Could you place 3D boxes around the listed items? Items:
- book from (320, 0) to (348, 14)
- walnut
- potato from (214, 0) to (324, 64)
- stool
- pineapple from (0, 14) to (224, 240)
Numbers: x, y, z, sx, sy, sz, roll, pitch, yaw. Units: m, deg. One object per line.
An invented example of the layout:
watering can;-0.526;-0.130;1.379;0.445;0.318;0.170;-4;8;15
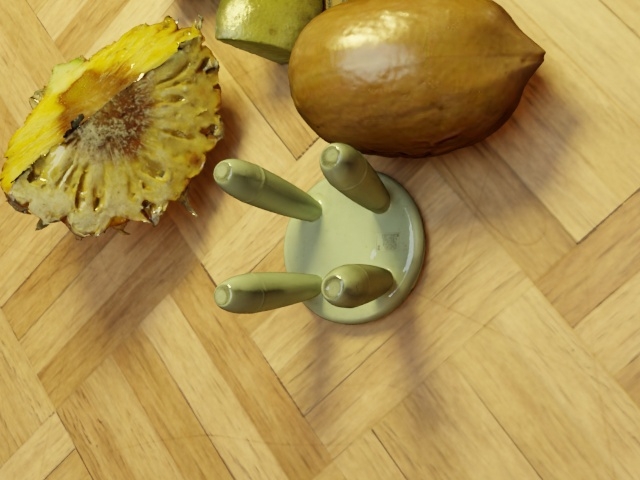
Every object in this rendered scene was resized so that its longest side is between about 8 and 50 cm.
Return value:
book;0.075;-0.319;1.213;0.172;0.012;0.118;-7;79;29
walnut;0.105;-0.186;1.075;0.298;0.203;0.203;2;84;26
potato;-0.064;-0.313;1.221;0.081;0.120;0.149;-4;82;42
stool;0.000;0.000;1.108;0.195;0.198;0.195;-5;83;28
pineapple;-0.276;-0.145;1.329;0.344;0.209;0.286;-41;32;-7
